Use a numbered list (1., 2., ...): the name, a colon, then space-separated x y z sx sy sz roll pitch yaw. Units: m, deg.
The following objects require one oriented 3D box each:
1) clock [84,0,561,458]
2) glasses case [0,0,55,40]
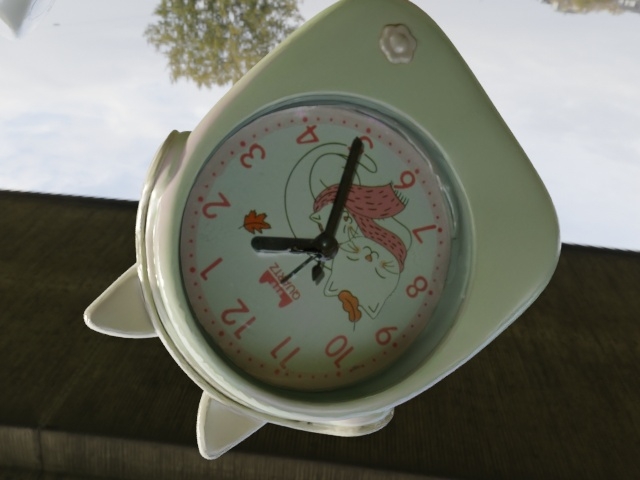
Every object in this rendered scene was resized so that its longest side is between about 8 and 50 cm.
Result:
1. clock: 0.000 0.000 0.442 0.324 0.265 0.109 -38 -168 -12
2. glasses case: -0.205 -0.181 0.402 0.049 0.076 0.197 32 176 -26
